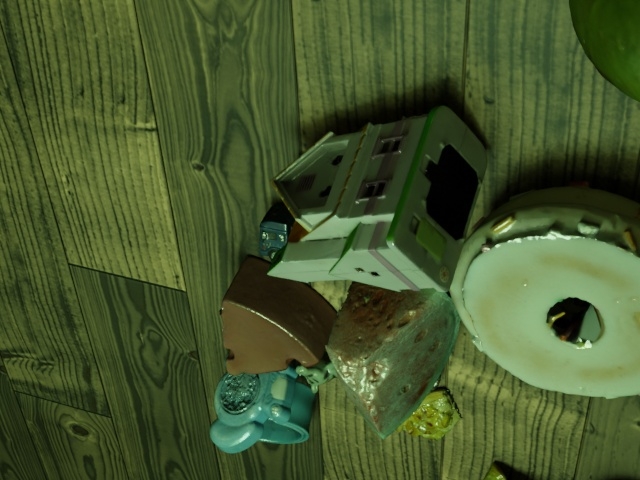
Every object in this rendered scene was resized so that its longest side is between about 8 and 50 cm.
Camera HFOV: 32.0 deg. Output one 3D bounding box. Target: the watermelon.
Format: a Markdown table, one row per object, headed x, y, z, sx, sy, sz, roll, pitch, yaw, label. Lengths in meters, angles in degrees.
| x | y | z | sx | sy | sz | roll | pitch | yaw | label |
| --- | --- | --- | --- | --- | --- | --- | --- | --- | --- |
| 0.088 | 0.171 | 1.763 | 0.148 | 0.226 | 0.318 | 38 | 128 | 30 | watermelon |

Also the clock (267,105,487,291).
| x | y | z | sx | sy | sz | roll | pitch | yaw | label |
| --- | --- | --- | --- | --- | --- | --- | --- | --- | --- |
| 0.061 | -0.048 | 1.609 | 0.309 | 0.235 | 0.166 | -4 | 146 | 43 | clock |

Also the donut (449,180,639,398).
| x | y | z | sx | sy | sz | roll | pitch | yaw | label |
| --- | --- | --- | --- | --- | --- | --- | --- | --- | --- |
| 0.379 | 0.074 | 1.622 | 0.382 | 0.142 | 0.383 | 14 | 137 | 14 | donut |

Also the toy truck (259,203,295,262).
| x | y | z | sx | sy | sz | roll | pitch | yaw | label |
| --- | --- | --- | --- | --- | --- | --- | --- | --- | --- |
| 0.000 | 0.000 | 1.793 | 0.201 | 0.074 | 0.088 | 11 | 131 | 16 | toy truck |

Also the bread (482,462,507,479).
| x | y | z | sx | sy | sz | roll | pitch | yaw | label |
| --- | --- | --- | --- | --- | --- | --- | --- | --- | --- |
| 0.353 | 0.545 | 2.097 | 0.088 | 0.161 | 0.233 | -20 | 128 | 3 | bread |

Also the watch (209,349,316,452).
| x | y | z | sx | sy | sz | roll | pitch | yaw | label |
| --- | --- | --- | --- | --- | --- | --- | --- | --- | --- |
| -0.095 | 0.314 | 2.091 | 0.211 | 0.211 | 0.193 | -4 | 152 | 30 | watch |

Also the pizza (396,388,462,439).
| x | y | z | sx | sy | sz | roll | pitch | yaw | label |
| --- | --- | --- | --- | --- | --- | --- | --- | --- | --- |
| 0.200 | 0.325 | 2.041 | 0.099 | 0.036 | 0.160 | 35 | 138 | -9 | pizza |

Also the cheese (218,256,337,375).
| x | y | z | sx | sy | sz | roll | pitch | yaw | label |
| --- | --- | --- | --- | --- | --- | --- | --- | --- | --- |
| -0.069 | 0.155 | 1.940 | 0.177 | 0.128 | 0.203 | 14 | 135 | 14 | cheese |

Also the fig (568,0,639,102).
| x | y | z | sx | sy | sz | roll | pitch | yaw | label |
| --- | --- | --- | --- | --- | --- | --- | --- | --- | --- |
| 0.430 | -0.268 | 1.174 | 0.316 | 0.316 | 0.316 | 14 | 136 | 14 | fig |

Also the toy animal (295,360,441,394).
| x | y | z | sx | sy | sz | roll | pitch | yaw | label |
| --- | --- | --- | --- | --- | --- | --- | --- | --- | --- |
| 0.082 | 0.208 | 1.955 | 0.255 | 0.090 | 0.170 | 9 | 139 | 23 | toy animal |
